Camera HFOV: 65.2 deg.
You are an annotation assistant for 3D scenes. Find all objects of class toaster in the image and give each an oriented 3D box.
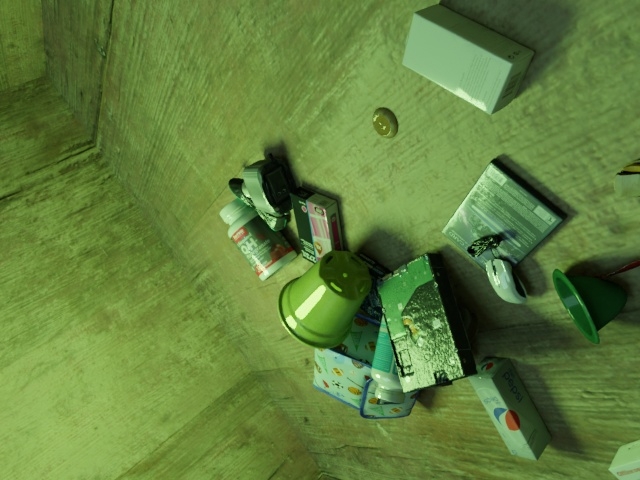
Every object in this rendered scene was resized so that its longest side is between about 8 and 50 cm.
[{"bbox_3d":[-0.180,-0.196,1.744,0.146,0.129,0.227,10,129,53],"label":"toaster"}]

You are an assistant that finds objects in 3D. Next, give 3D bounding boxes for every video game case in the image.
[{"bbox_3d":[0.415,-0.038,1.177,0.196,0.026,0.274,45,149,17],"label":"video game case"}]

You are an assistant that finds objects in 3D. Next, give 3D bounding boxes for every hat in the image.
[{"bbox_3d":[0.615,0.102,1.038,0.173,0.184,0.208,63,-169,-1],"label":"hat"}]

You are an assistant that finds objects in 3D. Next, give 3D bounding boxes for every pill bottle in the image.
[{"bbox_3d":[0.241,0.362,1.559,0.146,0.264,0.146,14,172,2],"label":"pill bottle"},{"bbox_3d":[-0.250,-0.015,1.967,0.318,0.176,0.176,53,149,4],"label":"pill bottle"}]

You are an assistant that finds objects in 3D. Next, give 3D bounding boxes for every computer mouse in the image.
[{"bbox_3d":[0.430,0.079,1.204,0.193,0.042,0.106,58,148,-5],"label":"computer mouse"}]

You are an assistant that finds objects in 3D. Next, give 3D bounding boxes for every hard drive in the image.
[{"bbox_3d":[0.284,0.231,1.396,0.237,0.064,0.338,-38,58,46],"label":"hard drive"}]

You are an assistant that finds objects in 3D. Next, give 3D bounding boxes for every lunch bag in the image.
[{"bbox_3d":[0.174,0.467,1.811,0.386,0.239,0.327,23,139,18],"label":"lunch bag"}]

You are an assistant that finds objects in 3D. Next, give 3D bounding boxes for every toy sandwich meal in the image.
[{"bbox_3d":[0.568,-0.105,0.893,0.085,0.029,0.085,35,144,30],"label":"toy sandwich meal"}]

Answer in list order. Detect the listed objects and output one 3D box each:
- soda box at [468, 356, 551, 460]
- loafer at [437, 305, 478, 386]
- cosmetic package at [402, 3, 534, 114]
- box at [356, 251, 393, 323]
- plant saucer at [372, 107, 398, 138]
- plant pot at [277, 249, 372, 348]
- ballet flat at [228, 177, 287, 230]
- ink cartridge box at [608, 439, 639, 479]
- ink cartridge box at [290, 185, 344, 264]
[{"bbox_3d":[0.542,0.478,1.432,0.091,0.098,0.286,-18,104,58],"label":"soda box"},{"bbox_3d":[0.394,0.320,1.488,0.130,0.133,0.366,12,140,-2],"label":"loafer"},{"bbox_3d":[0.283,-0.361,0.989,0.231,0.085,0.117,42,147,24],"label":"cosmetic package"},{"bbox_3d":[0.181,0.168,1.672,0.175,0.051,0.220,34,143,32],"label":"box"},{"bbox_3d":[0.161,-0.297,1.282,0.083,0.015,0.083,35,144,30],"label":"plant saucer"},{"bbox_3d":[0.031,0.171,1.613,0.276,0.276,0.254,48,138,12],"label":"plant pot"},{"bbox_3d":[-0.225,-0.158,1.890,0.280,0.095,0.096,42,139,2],"label":"ballet flat"},{"bbox_3d":[0.808,0.567,1.167,0.191,0.082,0.139,42,147,17],"label":"ink cartridge box"},{"bbox_3d":[0.000,0.000,1.754,0.176,0.069,0.371,26,141,39],"label":"ink cartridge box"}]
